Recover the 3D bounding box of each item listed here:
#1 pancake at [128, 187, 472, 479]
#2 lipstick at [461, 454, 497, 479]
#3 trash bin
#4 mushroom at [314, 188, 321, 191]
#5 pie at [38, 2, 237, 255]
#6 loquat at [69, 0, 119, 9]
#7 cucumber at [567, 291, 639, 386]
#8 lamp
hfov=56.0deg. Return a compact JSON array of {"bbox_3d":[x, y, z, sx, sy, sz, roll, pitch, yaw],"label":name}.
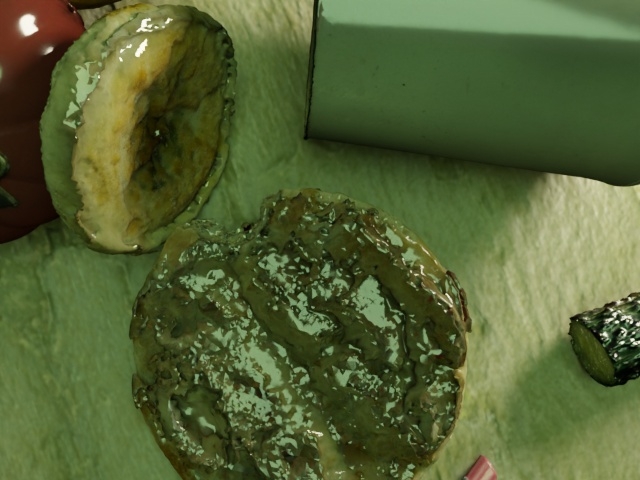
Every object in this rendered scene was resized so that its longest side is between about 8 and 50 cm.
[{"bbox_3d":[-0.025,0.124,0.644,0.382,0.071,0.382,0,93,7],"label":"pancake"},{"bbox_3d":[0.128,0.351,0.699,0.053,0.053,0.234,40,76,-1],"label":"lipstick"},{"bbox_3d":[0.204,-0.211,0.652,0.432,0.280,0.280,5,83,-3],"label":"trash bin"},{"bbox_3d":[0.002,0.000,0.704,0.088,0.073,0.129,-11,85,-11],"label":"mushroom"},{"bbox_3d":[-0.164,-0.109,0.605,0.055,0.274,0.274,21,81,18],"label":"pie"},{"bbox_3d":[-0.273,-0.366,0.652,0.238,0.193,0.238,-2,74,7],"label":"loquat"},{"bbox_3d":[0.488,0.076,0.741,0.360,0.096,0.096,-19,86,-7],"label":"cucumber"},{"bbox_3d":[-0.360,-0.138,0.580,0.303,0.257,0.303,-1,122,-1],"label":"lamp"}]
